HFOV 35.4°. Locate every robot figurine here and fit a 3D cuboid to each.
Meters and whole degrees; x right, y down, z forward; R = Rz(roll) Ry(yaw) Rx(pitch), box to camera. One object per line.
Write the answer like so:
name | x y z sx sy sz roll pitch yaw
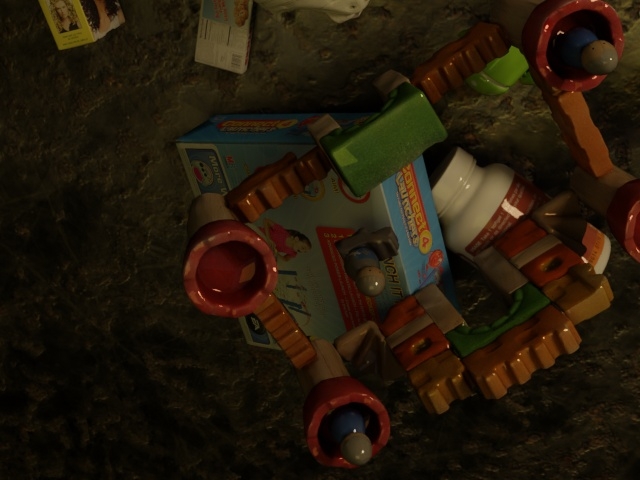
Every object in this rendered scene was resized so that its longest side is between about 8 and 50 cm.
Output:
robot figurine | 0.203 -0.209 1.112 0.101 0.067 0.115 31 124 -16

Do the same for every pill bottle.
pill bottle | 0.223 -0.014 1.185 0.216 0.121 0.121 35 122 -4

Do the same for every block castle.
block castle | 0.119 -0.004 0.972 0.453 0.213 0.303 -33 115 0

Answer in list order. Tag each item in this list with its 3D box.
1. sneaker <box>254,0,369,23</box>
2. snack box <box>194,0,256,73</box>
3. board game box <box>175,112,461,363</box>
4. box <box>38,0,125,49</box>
sneaker | 0.050 -0.326 1.087 0.305 0.114 0.152 -11 134 22
snack box | -0.107 -0.289 1.185 0.064 0.022 0.178 17 122 8
board game box | 0.000 0.000 1.218 0.302 0.086 0.308 5 123 39
box | -0.310 -0.349 1.175 0.058 0.087 0.232 -8 117 23
